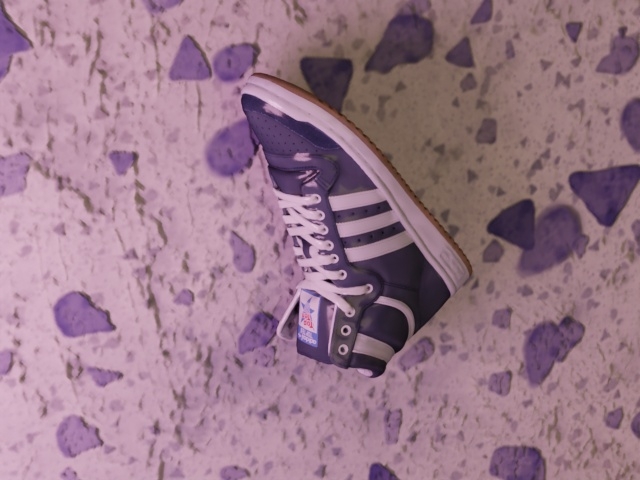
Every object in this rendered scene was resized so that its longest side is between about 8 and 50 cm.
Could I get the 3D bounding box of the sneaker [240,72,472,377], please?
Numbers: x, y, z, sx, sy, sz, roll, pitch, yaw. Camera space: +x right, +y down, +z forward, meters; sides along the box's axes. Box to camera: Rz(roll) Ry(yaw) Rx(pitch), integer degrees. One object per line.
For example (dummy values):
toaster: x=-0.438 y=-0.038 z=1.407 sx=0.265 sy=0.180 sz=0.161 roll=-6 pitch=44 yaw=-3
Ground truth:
sneaker: x=0.000 y=0.000 z=1.612 sx=0.153 sy=0.099 sz=0.282 roll=-51 pitch=125 yaw=-11
